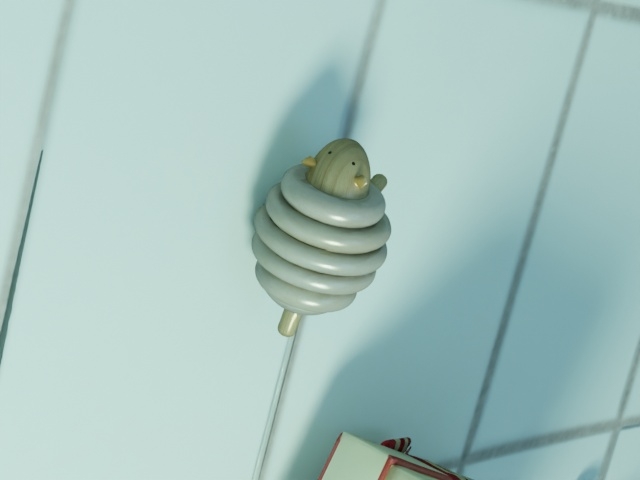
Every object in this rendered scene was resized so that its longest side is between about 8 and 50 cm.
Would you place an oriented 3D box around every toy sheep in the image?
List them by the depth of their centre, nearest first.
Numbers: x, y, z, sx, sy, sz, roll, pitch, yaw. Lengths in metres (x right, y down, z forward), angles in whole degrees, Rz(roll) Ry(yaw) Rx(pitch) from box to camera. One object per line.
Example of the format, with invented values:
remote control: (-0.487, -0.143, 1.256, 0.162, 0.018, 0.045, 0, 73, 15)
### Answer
toy sheep: (0.000, 0.000, 0.941, 0.091, 0.091, 0.132, -13, 124, -47)

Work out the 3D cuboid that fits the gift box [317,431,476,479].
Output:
gift box: (0.096, 0.299, 1.075, 0.255, 0.258, 0.276, -61, 144, -6)
